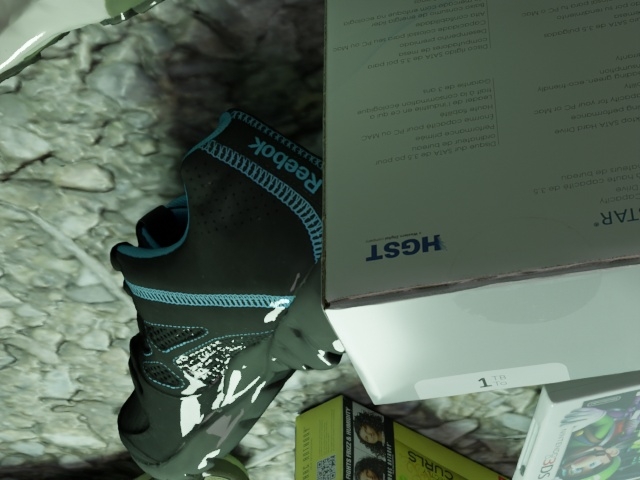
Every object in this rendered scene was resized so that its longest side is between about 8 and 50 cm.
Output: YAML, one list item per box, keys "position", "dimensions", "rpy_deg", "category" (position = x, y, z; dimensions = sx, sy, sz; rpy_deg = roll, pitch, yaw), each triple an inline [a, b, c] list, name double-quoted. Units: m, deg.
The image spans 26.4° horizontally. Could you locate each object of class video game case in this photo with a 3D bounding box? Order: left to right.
- position: [0.248, 0.140, 1.045]
  dimensions: [0.190, 0.022, 0.173]
  rpy_deg: [-11, 146, -10]
  category: "video game case"

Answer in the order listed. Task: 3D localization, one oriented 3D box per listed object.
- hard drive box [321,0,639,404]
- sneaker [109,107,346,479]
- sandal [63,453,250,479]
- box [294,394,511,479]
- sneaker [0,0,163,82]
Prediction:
- position: [0.097, -0.056, 0.627]
  dimensions: [0.181, 0.232, 0.089]
  rpy_deg: [-8, 144, 14]
  category: "hard drive box"
- position: [-0.063, 0.038, 0.845]
  dimensions: [0.139, 0.125, 0.341]
  rpy_deg: [39, 140, -3]
  category: "sneaker"
- position: [-0.197, 0.254, 1.208]
  dimensions: [0.302, 0.086, 0.120]
  rpy_deg: [-26, 133, 10]
  category: "sandal"
- position: [0.078, 0.213, 1.135]
  dimensions: [0.058, 0.087, 0.232]
  rpy_deg: [-29, 134, 35]
  category: "box"
- position: [-0.161, -0.166, 0.603]
  dimensions: [0.410, 0.158, 0.182]
  rpy_deg: [-21, 108, 30]
  category: "sneaker"
